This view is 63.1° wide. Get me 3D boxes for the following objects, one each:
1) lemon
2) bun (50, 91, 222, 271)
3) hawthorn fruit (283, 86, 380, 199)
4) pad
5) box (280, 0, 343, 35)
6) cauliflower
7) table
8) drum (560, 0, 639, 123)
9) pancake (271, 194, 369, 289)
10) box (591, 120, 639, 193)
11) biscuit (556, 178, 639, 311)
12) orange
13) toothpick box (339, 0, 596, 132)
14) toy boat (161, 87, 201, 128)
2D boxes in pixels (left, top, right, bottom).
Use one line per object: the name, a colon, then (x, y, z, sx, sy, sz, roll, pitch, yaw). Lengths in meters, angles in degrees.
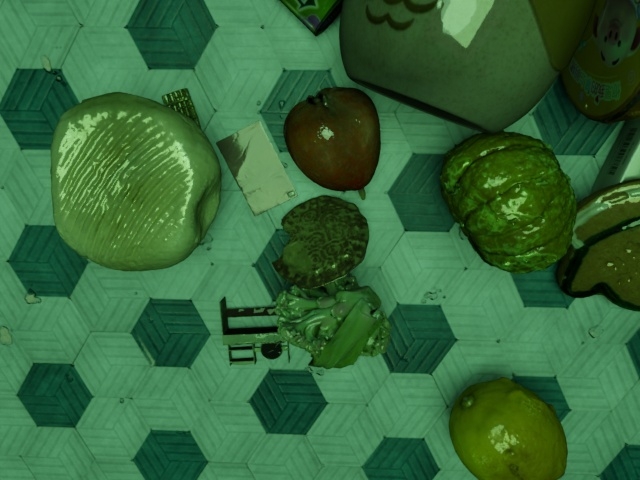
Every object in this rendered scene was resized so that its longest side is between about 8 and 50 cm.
lemon: (0.416, 0.437, 1.161, 0.288, 0.233, 0.233, 40, 101, -8)
bun: (-0.371, -0.121, 1.071, 0.352, 0.227, 0.349, 41, 101, -9)
hawthorn fruit: (0.040, -0.185, 1.071, 0.200, 0.199, 0.251, -24, 114, 7)
pad: (-0.142, -0.159, 1.166, 0.113, 0.006, 0.187, -25, 100, 8)
box: (-0.088, -0.569, 1.016, 0.345, 0.097, 0.134, 44, 128, -8)
cauliflower: (0.051, 0.154, 1.098, 0.256, 0.239, 0.315, 43, 144, -9)
table: (-0.152, 0.217, 1.221, 0.146, 0.062, 0.175, -4, 99, 3)
drum: (0.580, -0.417, 0.875, 0.214, 0.431, 0.430, -3, 102, 4)
pancake: (0.000, 0.000, 1.106, 0.212, 0.029, 0.235, 5, 59, 22)
box: (0.761, -0.132, 1.083, 0.300, 0.106, 0.200, 20, 104, -1)
biscuit: (0.636, 0.037, 1.095, 0.287, 0.057, 0.343, -29, 115, 30)
orange: (0.371, -0.075, 1.013, 0.223, 0.300, 0.301, -30, 97, 14)
toothpick box: (0.258, -0.430, 0.891, 0.409, 0.409, 0.425, 21, 105, -2)
toy boat: (-0.301, -0.269, 1.143, 0.063, 0.016, 0.115, -16, 102, 6)
